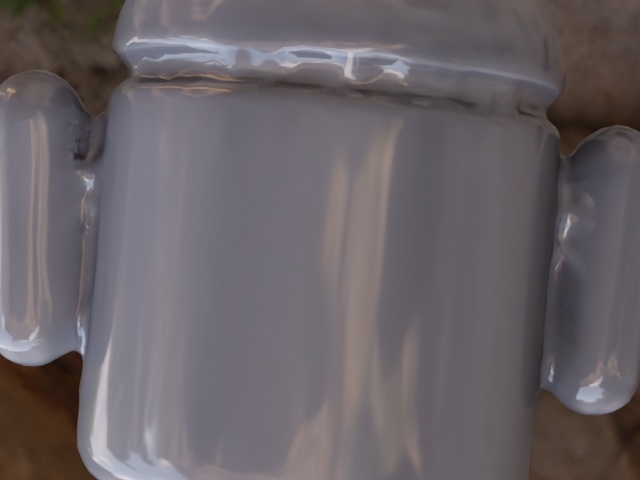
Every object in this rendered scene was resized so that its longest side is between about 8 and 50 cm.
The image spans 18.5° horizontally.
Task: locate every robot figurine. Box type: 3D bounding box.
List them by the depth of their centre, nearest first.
[{"bbox_3d":[0.000,0.000,0.861,0.300,0.353,0.200,6,180,-8],"label":"robot figurine"}]
